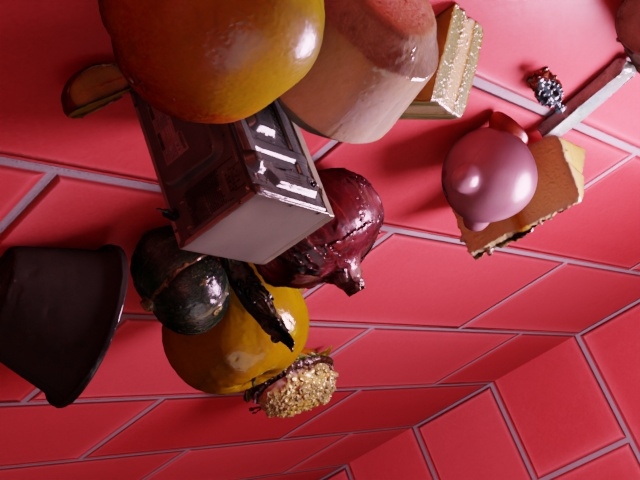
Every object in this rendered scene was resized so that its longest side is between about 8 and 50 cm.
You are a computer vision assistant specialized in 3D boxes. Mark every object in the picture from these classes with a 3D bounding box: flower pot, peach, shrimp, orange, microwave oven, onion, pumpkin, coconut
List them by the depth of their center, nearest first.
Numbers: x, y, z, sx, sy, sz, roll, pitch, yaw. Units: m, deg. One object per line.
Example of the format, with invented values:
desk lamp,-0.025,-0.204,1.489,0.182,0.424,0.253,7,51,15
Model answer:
peach,-0.109,-0.234,0.930,0.231,0.231,0.231,-18,156,-8
peach,-0.272,-0.185,1.101,0.083,0.050,0.077,-21,-179,23
coconut,0.029,-0.221,1.107,0.202,0.202,0.222,1,144,-42
microwave oven,-0.115,-0.114,1.150,0.145,0.241,0.194,-32,154,24
flower pot,-0.425,0.107,1.404,0.166,0.269,0.269,26,132,-31
shrimp,-0.124,0.062,1.490,0.051,0.262,0.198,-31,159,-7
pumpkin,-0.230,0.066,1.498,0.146,0.190,0.190,-19,156,-11
onion,0.000,0.000,1.516,0.252,0.219,0.252,-28,163,-9
orange,-0.158,0.156,1.696,0.279,0.235,0.279,-23,168,-5

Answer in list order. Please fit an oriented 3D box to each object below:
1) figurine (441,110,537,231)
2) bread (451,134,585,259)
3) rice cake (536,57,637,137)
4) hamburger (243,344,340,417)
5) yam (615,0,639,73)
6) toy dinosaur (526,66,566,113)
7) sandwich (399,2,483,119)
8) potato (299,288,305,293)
figurine,0.291,-0.111,1.590,0.173,0.173,0.173,-18,156,-8
bread,0.373,-0.098,1.730,0.266,0.142,0.178,-28,-165,35
rice cake,0.472,-0.250,1.616,0.043,0.034,0.211,10,143,-36
hamburger,-0.072,0.376,2.349,0.243,0.139,0.262,-8,152,-30
yam,0.556,-0.307,1.456,0.131,0.131,0.279,-32,156,22
toy dinosaur,0.382,-0.248,1.521,0.049,0.055,0.154,-34,151,18
sandwich,0.125,-0.257,1.336,0.187,0.144,0.117,7,173,33
potato,-0.079,0.100,1.844,0.138,0.070,0.091,-38,157,32
